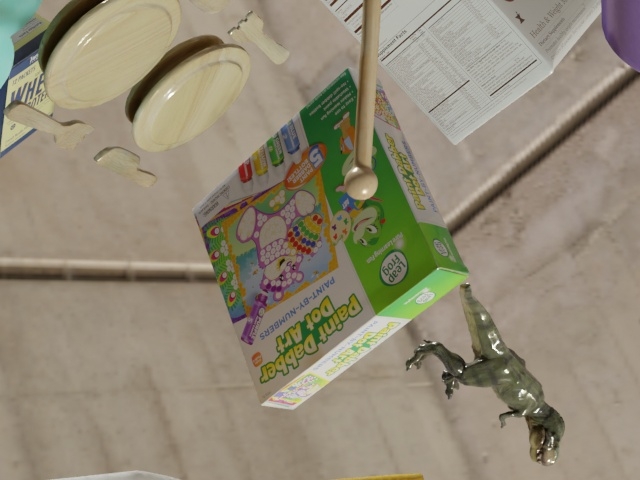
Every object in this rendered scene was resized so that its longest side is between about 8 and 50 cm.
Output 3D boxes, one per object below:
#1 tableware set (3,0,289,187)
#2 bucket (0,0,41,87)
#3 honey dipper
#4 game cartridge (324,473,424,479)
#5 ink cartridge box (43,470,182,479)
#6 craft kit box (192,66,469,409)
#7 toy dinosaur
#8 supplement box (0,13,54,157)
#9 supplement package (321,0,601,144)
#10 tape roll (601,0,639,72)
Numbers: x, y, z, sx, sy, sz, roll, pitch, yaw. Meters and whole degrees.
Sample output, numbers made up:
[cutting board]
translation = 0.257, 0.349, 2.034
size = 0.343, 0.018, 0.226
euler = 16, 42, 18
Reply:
[tableware set]
translation = -0.101, -0.104, 0.772
size = 0.128, 0.194, 0.039
euler = -42, -108, 6
[bucket]
translation = -0.309, -0.160, 0.722
size = 0.281, 0.183, 0.281
euler = 3, -79, 15
[honey dipper]
translation = 0.026, -0.102, 0.722
size = 0.030, 0.030, 0.161
euler = 2, -91, 46
[game cartridge]
translation = -0.117, 0.241, 1.139
size = 0.285, 0.323, 0.053
euler = -17, -106, 45
[ink cartridge box]
translation = -0.117, 0.379, 1.404
size = 0.091, 0.385, 0.308
euler = 103, -25, -43
[craft kit box]
translation = 0.000, 0.000, 1.340
size = 0.250, 0.061, 0.247
euler = -40, -122, 28
[toy dinosaur]
translation = 0.163, 0.131, 1.397
size = 0.118, 0.268, 0.064
euler = -6, -137, 36
[supplement box]
translation = -0.223, -0.116, 0.892
size = 0.083, 0.056, 0.083
euler = 32, -42, 11
[supplement package]
translation = 0.143, -0.242, 1.277
size = 0.203, 0.194, 0.149
euler = 47, -42, -6
[tape roll]
translation = 0.259, -0.166, 0.792
size = 0.189, 0.189, 0.080
euler = 33, -34, 42
